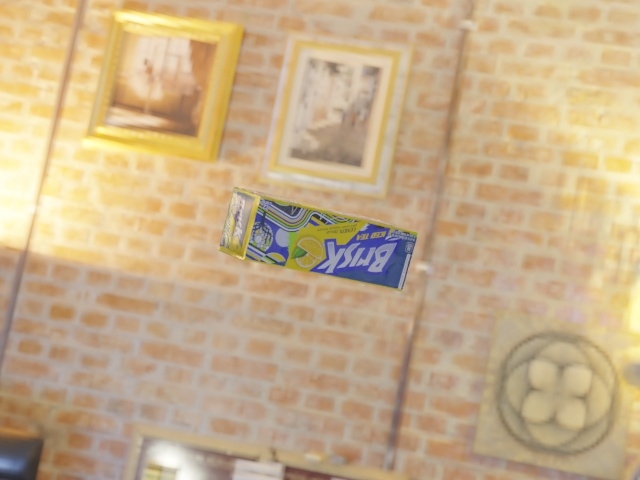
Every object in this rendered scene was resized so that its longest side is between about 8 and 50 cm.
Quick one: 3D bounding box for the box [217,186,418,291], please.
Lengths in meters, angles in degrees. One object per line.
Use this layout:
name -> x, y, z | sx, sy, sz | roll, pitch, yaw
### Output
box -> 0.000, 0.000, 1.044 | 0.169, 0.059, 0.054 | 12, 5, -33
